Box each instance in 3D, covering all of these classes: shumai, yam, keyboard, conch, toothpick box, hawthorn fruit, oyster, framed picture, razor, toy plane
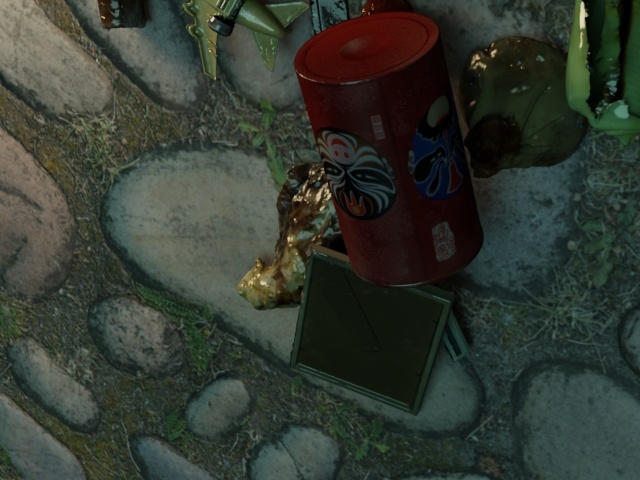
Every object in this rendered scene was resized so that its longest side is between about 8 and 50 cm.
[{"bbox_3d":[0.263,-0.175,1.781,0.201,0.120,0.201,14,121,25],"label":"shumai"},{"bbox_3d":[-0.319,-0.403,2.025,0.079,0.079,0.141,9,118,26],"label":"yam"},{"bbox_3d":[0.007,-0.383,1.891,0.060,0.018,0.195,1,113,21],"label":"keyboard"},{"bbox_3d":[0.376,-0.246,1.662,0.137,0.143,0.251,-140,32,-62],"label":"conch"},{"bbox_3d":[0.100,-0.124,1.792,0.204,0.204,0.333,4,128,28],"label":"toothpick box"},{"bbox_3d":[0.100,-0.307,1.840,0.093,0.093,0.093,12,118,24],"label":"hawthorn fruit"},{"bbox_3d":[-0.005,0.001,2.028,0.275,0.100,0.271,14,103,28],"label":"oyster"},{"bbox_3d":[0.071,0.145,2.014,0.232,0.024,0.315,20,141,8],"label":"framed picture"},{"bbox_3d":[0.101,0.127,2.059,0.278,0.056,0.111,3,136,35],"label":"razor"},{"bbox_3d":[-0.147,-0.370,1.938,0.256,0.104,0.242,32,110,5],"label":"toy plane"}]
